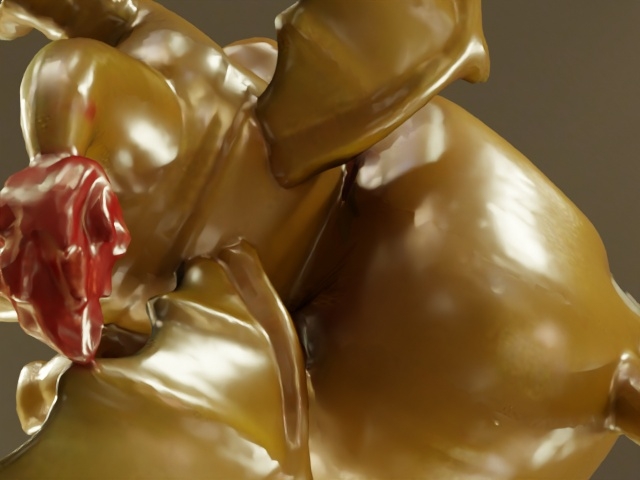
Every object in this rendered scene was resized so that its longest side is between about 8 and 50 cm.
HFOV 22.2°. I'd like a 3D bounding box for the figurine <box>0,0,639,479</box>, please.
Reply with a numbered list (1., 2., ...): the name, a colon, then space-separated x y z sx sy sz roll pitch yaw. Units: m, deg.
1. figurine: -0.016 0.032 0.797 0.387 0.268 0.401 30 -126 -15
